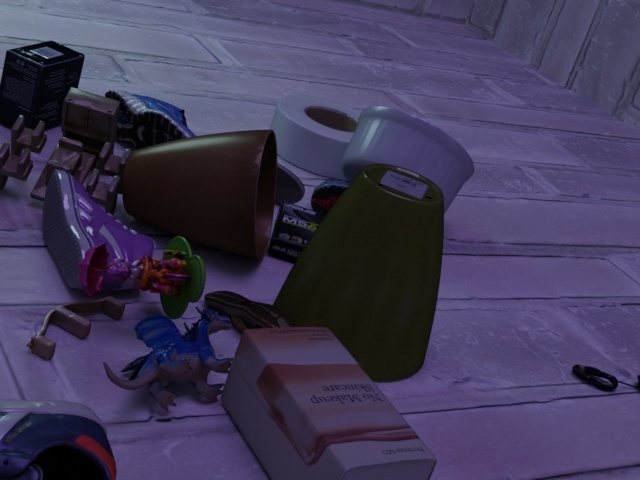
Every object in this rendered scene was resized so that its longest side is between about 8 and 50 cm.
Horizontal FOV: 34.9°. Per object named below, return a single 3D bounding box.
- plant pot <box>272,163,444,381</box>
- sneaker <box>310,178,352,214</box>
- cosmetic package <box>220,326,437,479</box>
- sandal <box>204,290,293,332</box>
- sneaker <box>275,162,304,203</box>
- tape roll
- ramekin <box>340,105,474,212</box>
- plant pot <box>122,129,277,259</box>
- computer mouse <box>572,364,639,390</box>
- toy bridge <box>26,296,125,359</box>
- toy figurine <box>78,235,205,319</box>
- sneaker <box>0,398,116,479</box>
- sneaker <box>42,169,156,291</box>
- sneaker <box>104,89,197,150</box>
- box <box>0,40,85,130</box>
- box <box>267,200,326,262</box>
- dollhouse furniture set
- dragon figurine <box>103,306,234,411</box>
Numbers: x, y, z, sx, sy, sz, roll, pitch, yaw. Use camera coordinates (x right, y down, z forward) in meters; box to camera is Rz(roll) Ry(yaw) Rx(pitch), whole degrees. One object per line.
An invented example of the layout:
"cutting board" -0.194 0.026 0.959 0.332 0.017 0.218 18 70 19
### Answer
"plant pot" 0.088 0.032 1.675 0.275 0.293 0.275 15 24 -7
"sneaker" 0.113 -0.081 2.165 0.262 0.104 0.125 18 22 -2
"cosmetic package" 0.002 0.249 1.358 0.153 0.129 0.296 2 29 -35
"sandal" -0.116 0.126 1.643 0.180 0.049 0.072 17 14 34
"sneaker" -0.112 -0.152 2.178 0.222 0.083 0.118 26 25 19
"tape roll" 0.020 -0.251 2.459 0.286 0.100 0.286 15 24 -7
"ramekin" 0.179 -0.156 2.192 0.277 0.135 0.277 27 -13 7
"plant pot" -0.221 -0.092 1.848 0.254 0.237 0.237 4 24 5
"computer mouse" 0.576 0.253 1.860 0.242 0.041 0.071 12 26 -13
"toy bridge" -0.367 0.120 1.494 0.063 0.026 0.188 26 25 17
"toy figurine" -0.278 0.052 1.522 0.159 0.130 0.173 5 -2 -30
"sneaker" -0.380 0.249 1.087 0.350 0.131 0.148 1 28 -33
"sneaker" -0.366 -0.010 1.698 0.161 0.102 0.282 5 38 -34
"sneaker" -0.322 -0.234 2.150 0.147 0.129 0.330 -10 36 -42
"box" -0.580 -0.316 2.102 0.093 0.158 0.156 25 25 12
"box" 0.000 0.000 1.984 0.191 0.045 0.184 18 27 -3
"dollhouse furniture set" -0.463 -0.140 1.897 0.212 0.161 0.242 17 46 -4
"dragon figurine" -0.222 0.162 1.431 0.144 0.085 0.289 34 24 35
